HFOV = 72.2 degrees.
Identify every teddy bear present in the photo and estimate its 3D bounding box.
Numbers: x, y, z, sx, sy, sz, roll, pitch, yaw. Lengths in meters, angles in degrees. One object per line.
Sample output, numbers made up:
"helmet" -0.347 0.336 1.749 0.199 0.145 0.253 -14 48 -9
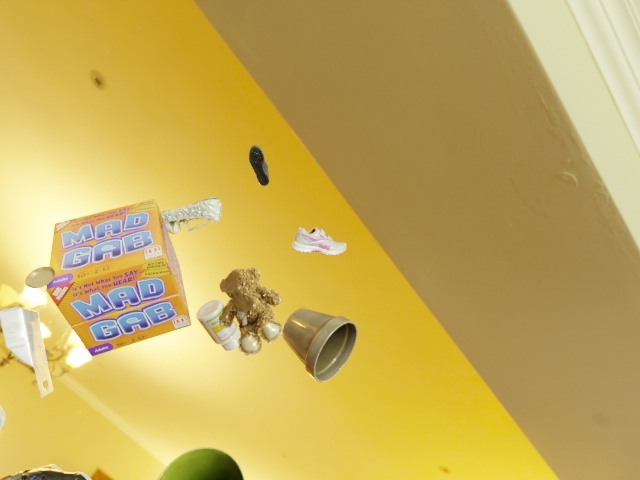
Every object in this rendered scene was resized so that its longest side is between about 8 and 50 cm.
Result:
"teddy bear" -0.246 0.251 1.572 0.338 0.245 0.113 38 0 40

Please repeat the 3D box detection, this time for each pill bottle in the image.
"pill bottle" -0.486 0.419 2.136 0.137 0.136 0.245 -5 -55 34

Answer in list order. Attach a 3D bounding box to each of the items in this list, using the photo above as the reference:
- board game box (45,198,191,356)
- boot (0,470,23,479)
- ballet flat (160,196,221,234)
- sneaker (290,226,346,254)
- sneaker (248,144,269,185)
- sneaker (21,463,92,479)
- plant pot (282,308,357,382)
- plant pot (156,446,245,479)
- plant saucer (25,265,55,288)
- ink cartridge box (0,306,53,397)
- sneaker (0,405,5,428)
"board game box" -0.710 0.127 1.588 0.356 0.357 0.356 -121 -161 -45
"boot" -0.995 0.860 1.360 0.076 0.190 0.208 -31 -97 54
"ballet flat" -0.651 -0.099 2.052 0.410 0.146 0.146 -12 -57 15
"sneaker" 0.000 0.000 1.880 0.253 0.111 0.103 6 4 -26
"sneaker" -0.203 -0.248 1.465 0.051 0.089 0.170 -15 -56 -2
"sneaker" -0.780 0.718 1.273 0.217 0.079 0.121 1 -13 22
"plant pot" -0.024 0.473 2.139 0.281 0.323 0.322 27 -40 34
"plant pot" -0.349 0.831 1.351 0.275 0.274 0.293 18 -42 17
"plant saucer" -0.836 0.114 1.314 0.084 0.083 0.015 18 -39 16
"ink cartridge box" -0.767 0.296 1.150 0.189 0.066 0.232 151 -71 -65
"sneaker" -0.792 0.398 0.866 0.110 0.293 0.118 56 -23 38
